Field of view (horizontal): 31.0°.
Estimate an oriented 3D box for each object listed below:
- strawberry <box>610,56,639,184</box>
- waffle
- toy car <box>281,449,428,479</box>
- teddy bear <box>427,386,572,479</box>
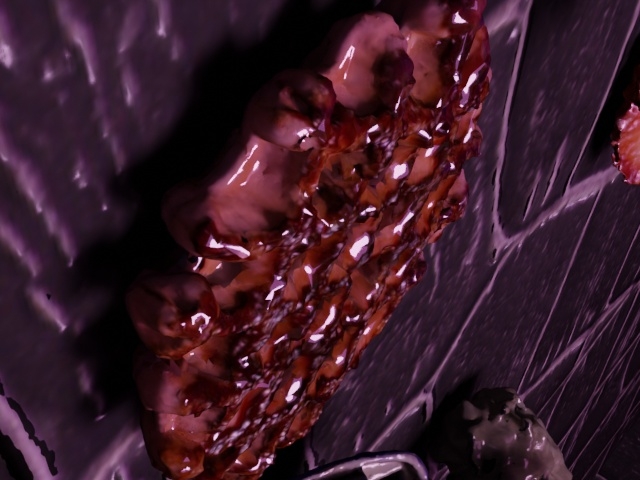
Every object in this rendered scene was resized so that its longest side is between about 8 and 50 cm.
[{"bbox_3d":[0.274,-0.144,0.821,0.208,0.087,0.167,-34,142,15],"label":"strawberry"},{"bbox_3d":[0.000,0.000,0.466,0.221,0.055,0.234,-52,163,-14],"label":"waffle"},{"bbox_3d":[0.015,0.238,0.661,0.172,0.235,0.158,-23,-174,-22],"label":"toy car"},{"bbox_3d":[0.111,0.327,0.841,0.357,0.224,0.367,-59,178,13],"label":"teddy bear"}]
